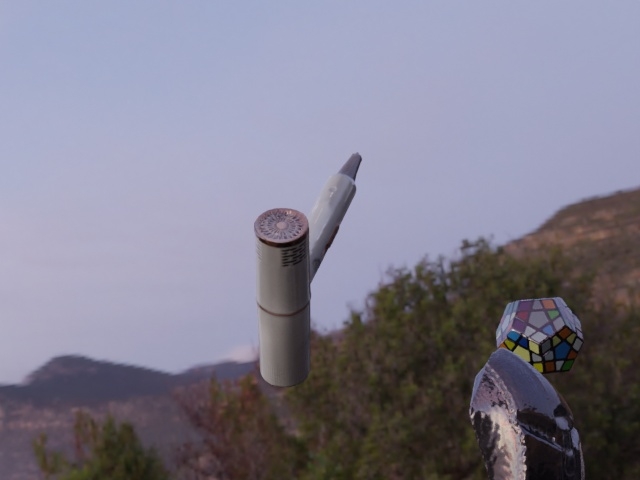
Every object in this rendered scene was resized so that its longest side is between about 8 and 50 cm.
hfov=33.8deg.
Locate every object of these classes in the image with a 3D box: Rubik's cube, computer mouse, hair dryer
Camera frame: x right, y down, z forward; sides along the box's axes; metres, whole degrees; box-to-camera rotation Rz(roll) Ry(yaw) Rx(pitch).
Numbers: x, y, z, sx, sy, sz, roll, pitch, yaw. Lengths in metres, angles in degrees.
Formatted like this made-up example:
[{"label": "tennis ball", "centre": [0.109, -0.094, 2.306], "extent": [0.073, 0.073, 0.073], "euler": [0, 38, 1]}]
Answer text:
[{"label": "Rubik's cube", "centre": [0.326, 0.142, 1.568], "extent": [0.133, 0.133, 0.112], "euler": [-6, 22, -23]}, {"label": "computer mouse", "centre": [0.188, 0.182, 0.905], "extent": [0.062, 0.192, 0.106], "euler": [-26, -23, 35]}, {"label": "hair dryer", "centre": [0.000, 0.005, 0.843], "extent": [0.044, 0.155, 0.183], "euler": [17, 42, 16]}]
